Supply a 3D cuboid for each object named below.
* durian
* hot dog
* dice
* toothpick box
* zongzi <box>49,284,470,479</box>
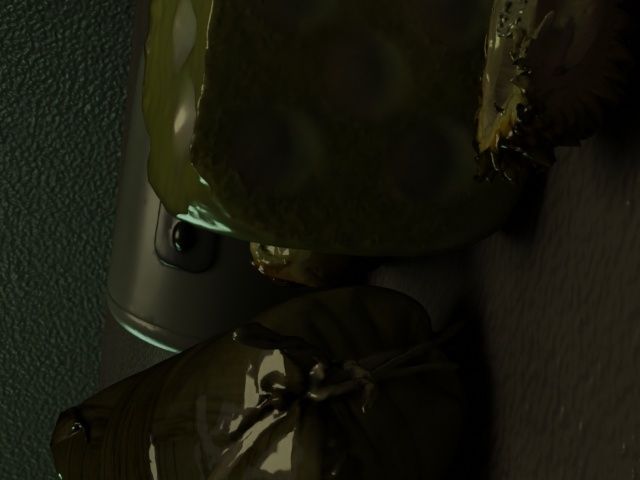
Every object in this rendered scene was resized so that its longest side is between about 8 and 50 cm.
[{"bbox_3d":[0.136,-0.132,0.982,0.140,0.078,0.224,95,-174,-75],"label":"durian"},{"bbox_3d":[0.001,0.000,1.331,0.289,0.083,0.068,0,-93,-83],"label":"hot dog"},{"bbox_3d":[0.013,-0.127,1.158,0.238,0.226,0.233,-127,43,-70],"label":"dice"},{"bbox_3d":[-0.069,-0.069,1.523,0.229,0.229,0.316,-118,35,-67],"label":"toothpick box"},{"bbox_3d":[0.025,0.275,1.278,0.500,0.218,0.467,-30,83,59],"label":"zongzi"}]
